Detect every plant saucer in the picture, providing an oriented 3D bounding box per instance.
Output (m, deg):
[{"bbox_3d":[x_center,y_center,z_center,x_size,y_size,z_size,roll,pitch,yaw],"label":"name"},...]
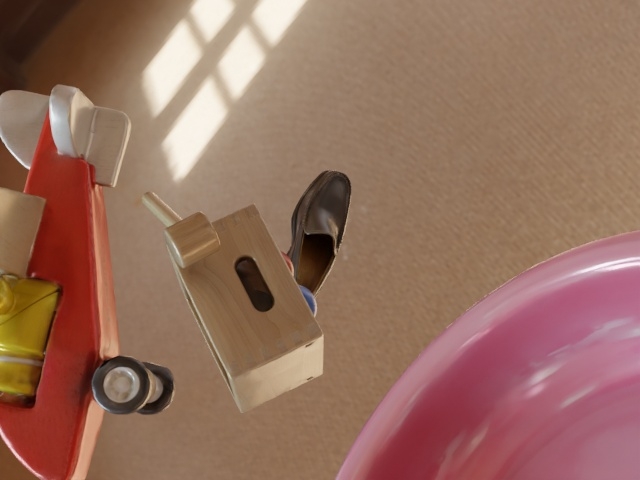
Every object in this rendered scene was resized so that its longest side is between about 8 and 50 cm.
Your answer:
[{"bbox_3d":[0.122,0.157,0.471,0.332,0.084,0.332,-33,41,35],"label":"plant saucer"}]

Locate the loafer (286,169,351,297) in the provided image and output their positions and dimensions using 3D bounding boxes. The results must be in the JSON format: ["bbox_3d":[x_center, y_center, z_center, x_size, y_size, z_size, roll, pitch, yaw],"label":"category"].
[{"bbox_3d":[0.000,0.000,1.241,0.061,0.062,0.170,-20,48,61],"label":"loafer"}]

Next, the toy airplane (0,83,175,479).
[{"bbox_3d":[-0.320,0.021,1.270,0.272,0.386,0.384,-9,36,4],"label":"toy airplane"}]

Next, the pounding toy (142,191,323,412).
[{"bbox_3d":[-0.068,0.021,0.969,0.094,0.206,0.181,-25,71,-9],"label":"pounding toy"}]
